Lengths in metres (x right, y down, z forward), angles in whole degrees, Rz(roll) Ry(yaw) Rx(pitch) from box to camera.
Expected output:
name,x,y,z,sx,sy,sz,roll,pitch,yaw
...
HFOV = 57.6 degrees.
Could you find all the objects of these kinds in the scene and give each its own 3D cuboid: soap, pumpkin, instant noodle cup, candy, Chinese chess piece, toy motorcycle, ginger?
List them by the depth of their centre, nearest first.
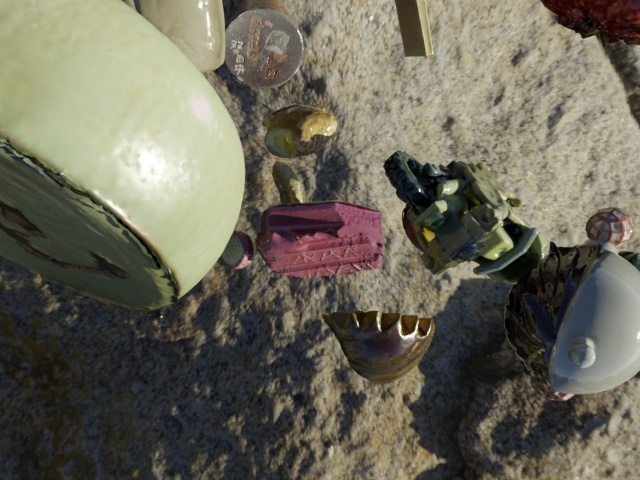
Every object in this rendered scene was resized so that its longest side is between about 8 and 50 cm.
name,x,y,z,sx,sy,sz,roll,pitch,yaw
Chinese chess piece,-0.238,-0.072,0.493,0.349,0.349,0.146,24,64,-3
toy motorcycle,0.273,-0.036,1.056,0.169,0.410,0.237,-46,54,27
ginger,-0.048,-0.224,1.110,0.131,0.294,0.086,-27,112,3
pumpkin,0.133,0.220,1.171,0.253,0.130,0.149,8,81,-19
soap,0.000,0.000,1.501,0.324,0.220,0.127,-7,54,3
candy,-0.219,0.024,1.531,0.103,0.043,0.103,1,91,36
instant noodle cup,-0.158,-0.553,1.578,0.217,0.207,0.217,-3,130,-3

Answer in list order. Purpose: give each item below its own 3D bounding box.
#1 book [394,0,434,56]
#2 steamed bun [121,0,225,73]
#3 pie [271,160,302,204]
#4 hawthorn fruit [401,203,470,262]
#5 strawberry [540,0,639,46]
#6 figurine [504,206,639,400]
name,x,y,z,sx,sy,sz,roll,pitch,yaw
book,0.144,-0.435,0.987,0.018,0.170,0.242,-14,108,1
steamed bun,-0.305,-0.394,0.913,0.236,0.383,0.247,-9,125,-24
pie,-0.081,-0.126,1.672,0.052,0.185,0.218,-20,110,-15
hawthorn fruit,0.420,-0.075,1.973,0.315,0.316,0.316,0,97,0
strawberry,0.348,-0.369,0.648,0.250,0.239,0.288,-12,130,20
figurine,0.383,0.097,0.778,0.370,0.167,0.281,-4,112,-41
